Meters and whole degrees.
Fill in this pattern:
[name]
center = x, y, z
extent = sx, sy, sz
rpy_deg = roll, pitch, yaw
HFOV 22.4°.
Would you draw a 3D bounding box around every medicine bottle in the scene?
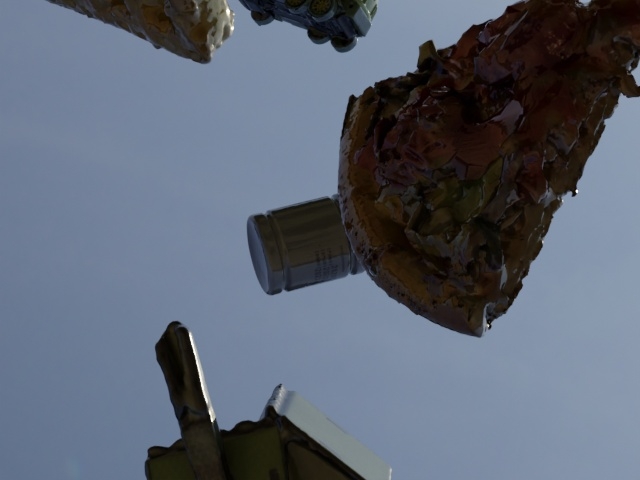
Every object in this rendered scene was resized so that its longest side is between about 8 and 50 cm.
[medicine bottle]
center = 0.000, 0.000, 1.110
extent = 0.091, 0.058, 0.058
rpy_deg = -14, -130, -13

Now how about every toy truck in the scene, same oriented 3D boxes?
[toy truck]
center = -0.010, -0.268, 1.689
extent = 0.169, 0.077, 0.100
rpy_deg = 24, -105, 34

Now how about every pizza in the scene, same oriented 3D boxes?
[pizza]
center = 0.079, -0.064, 0.768
extent = 0.053, 0.193, 0.201
rpy_deg = 39, -172, -31

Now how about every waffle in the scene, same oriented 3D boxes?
[waffle]
center = -0.173, -0.237, 1.207
extent = 0.057, 0.168, 0.274
rpy_deg = -40, -139, -22

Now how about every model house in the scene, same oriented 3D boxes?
[model house]
center = -0.055, 0.186, 1.357
extent = 0.205, 0.278, 0.218
rpy_deg = -18, -177, 5
